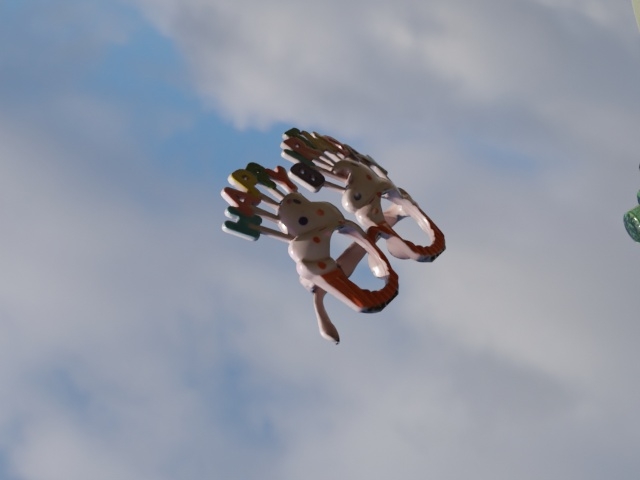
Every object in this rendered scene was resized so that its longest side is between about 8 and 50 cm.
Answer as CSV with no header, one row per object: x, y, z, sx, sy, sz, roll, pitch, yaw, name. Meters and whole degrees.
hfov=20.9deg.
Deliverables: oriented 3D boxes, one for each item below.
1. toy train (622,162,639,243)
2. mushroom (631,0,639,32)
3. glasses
0.344,-0.036,1.369,0.200,0.083,0.132,-29,-134,-13,toy train
0.365,-0.233,1.755,0.100,0.312,0.081,2,-152,45,mushroom
0.000,-0.009,1.399,0.162,0.095,0.255,48,-153,2,glasses
